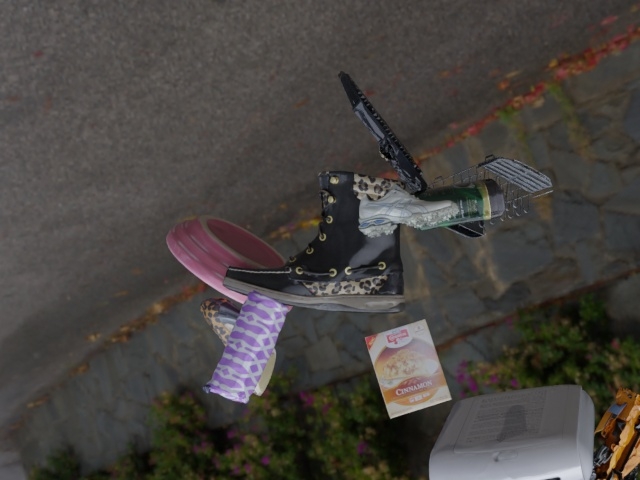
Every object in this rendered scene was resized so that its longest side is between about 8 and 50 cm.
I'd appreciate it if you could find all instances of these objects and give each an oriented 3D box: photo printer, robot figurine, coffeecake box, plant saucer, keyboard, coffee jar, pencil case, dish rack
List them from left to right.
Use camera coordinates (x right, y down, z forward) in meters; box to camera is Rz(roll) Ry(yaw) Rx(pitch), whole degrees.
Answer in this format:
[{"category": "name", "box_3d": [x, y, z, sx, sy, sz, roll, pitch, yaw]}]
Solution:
[{"category": "plant saucer", "box_3d": [-0.190, 0.042, 1.950, 0.084, 0.332, 0.332, -58, 159, 12]}, {"category": "pencil case", "box_3d": [-0.132, 0.193, 1.532, 0.086, 0.206, 0.088, 32, 166, -26]}, {"category": "keyboard", "box_3d": [0.138, -0.190, 1.666, 0.033, 0.201, 0.317, -31, 142, 15]}, {"category": "coffeecake box", "box_3d": [0.194, 0.285, 1.895, 0.142, 0.185, 0.068, -18, 170, 0]}, {"category": "coffee jar", "box_3d": [0.276, -0.073, 1.710, 0.184, 0.079, 0.096, -10, -167, 3]}, {"category": "dish rack", "box_3d": [0.367, -0.098, 1.888, 0.208, 0.074, 0.271, 20, 153, -33]}, {"category": "photo printer", "box_3d": [0.319, 0.341, 1.397, 0.256, 0.107, 0.307, -12, -174, 20]}, {"category": "robot figurine", "box_3d": [0.758, 0.531, 2.169, 0.211, 0.291, 0.085, 31, 178, -33]}]

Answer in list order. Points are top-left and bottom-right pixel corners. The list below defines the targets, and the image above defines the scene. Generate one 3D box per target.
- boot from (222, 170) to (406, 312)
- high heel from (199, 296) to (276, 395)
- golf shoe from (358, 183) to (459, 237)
[{"category": "boot", "box_3d": [0.000, 0.000, 1.759, 0.377, 0.284, 0.138, 6, 175, 2]}, {"category": "high heel", "box_3d": [-0.205, 0.253, 2.047, 0.186, 0.261, 0.093, 22, -137, 26]}, {"category": "golf shoe", "box_3d": [0.148, -0.062, 1.471, 0.176, 0.086, 0.069, -9, 166, 15]}]
